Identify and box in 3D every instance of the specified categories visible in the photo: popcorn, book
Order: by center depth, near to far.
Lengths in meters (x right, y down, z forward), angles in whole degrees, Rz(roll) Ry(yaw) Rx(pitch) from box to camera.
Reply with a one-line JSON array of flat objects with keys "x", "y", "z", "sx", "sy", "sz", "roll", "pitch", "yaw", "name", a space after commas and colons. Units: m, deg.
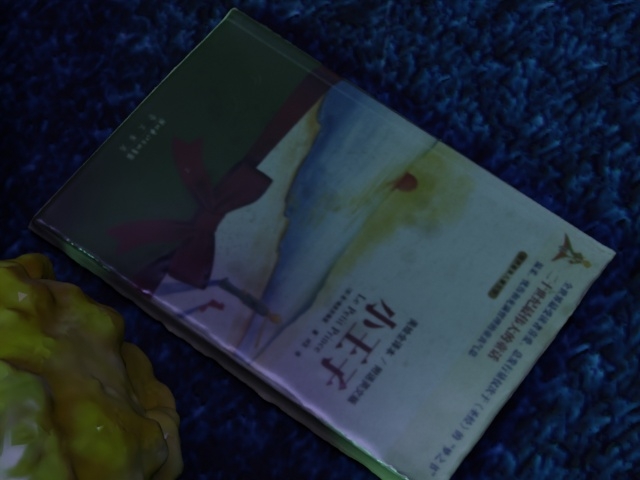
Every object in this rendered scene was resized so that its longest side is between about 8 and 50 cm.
[{"x": -0.193, "y": 0.116, "z": 0.796, "sx": 0.266, "sy": 0.192, "sz": 0.233, "roll": -28, "pitch": 65, "yaw": -22, "name": "popcorn"}, {"x": 0.000, "y": 0.000, "z": 0.965, "sx": 0.289, "sy": 0.026, "sz": 0.201, "roll": 33, "pitch": 63, "yaw": 15, "name": "book"}]
